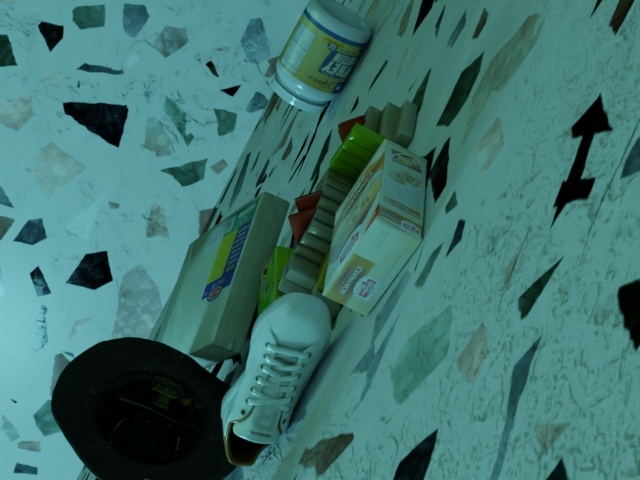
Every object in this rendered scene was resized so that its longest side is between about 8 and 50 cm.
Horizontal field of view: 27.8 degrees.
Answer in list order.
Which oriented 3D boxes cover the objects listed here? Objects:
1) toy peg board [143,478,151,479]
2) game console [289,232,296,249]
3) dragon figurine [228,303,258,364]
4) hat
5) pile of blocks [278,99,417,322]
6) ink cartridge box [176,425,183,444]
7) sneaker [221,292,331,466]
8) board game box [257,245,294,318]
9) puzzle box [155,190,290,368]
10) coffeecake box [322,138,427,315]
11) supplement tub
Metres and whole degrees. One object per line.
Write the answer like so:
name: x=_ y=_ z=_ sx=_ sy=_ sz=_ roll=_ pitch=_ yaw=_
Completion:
toy peg board: x=-0.182 y=0.414 z=1.661 sx=0.161 sy=0.161 sz=0.079 roll=-64 pitch=26 yaw=1
game console: x=-0.066 y=0.008 z=2.178 sx=0.144 sy=0.085 sz=0.124 roll=161 pitch=120 yaw=-74
dragon figurine: x=-0.140 y=0.118 z=2.282 sx=0.144 sy=0.085 sz=0.289 roll=-54 pitch=19 yaw=35
hat: x=-0.275 y=0.301 z=1.976 sx=0.331 sy=0.331 sz=0.134 roll=-82 pitch=15 yaw=-58
pile of blocks: x=0.028 y=-0.060 z=1.839 sx=0.149 sy=0.113 sz=0.362 roll=-42 pitch=25 yaw=64
ink cartridge box: x=-0.230 y=0.348 z=2.182 sx=0.193 sy=0.088 sz=0.235 roll=-69 pitch=13 yaw=-19
sneaker: x=-0.057 y=0.197 z=1.728 sx=0.123 sy=0.106 sz=0.290 roll=-91 pitch=20 yaw=-48
board game box: x=-0.062 y=0.109 z=1.937 sx=0.092 sy=0.043 sz=0.181 roll=120 pitch=157 yaw=-50
puzzle box: x=-0.184 y=0.092 z=2.210 sx=0.409 sy=0.052 sz=0.272 roll=-28 pitch=40 yaw=64
coffeecake box: x=0.072 y=-0.019 z=1.657 sx=0.142 sy=0.068 sz=0.185 roll=-56 pitch=14 yaw=33
supplement tub: x=-0.001 y=-0.373 z=2.609 sx=0.199 sy=0.144 sz=0.144 roll=-59 pitch=12 yaw=24
